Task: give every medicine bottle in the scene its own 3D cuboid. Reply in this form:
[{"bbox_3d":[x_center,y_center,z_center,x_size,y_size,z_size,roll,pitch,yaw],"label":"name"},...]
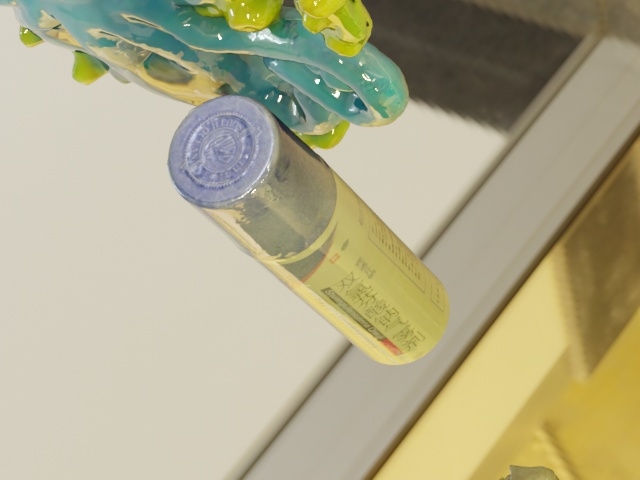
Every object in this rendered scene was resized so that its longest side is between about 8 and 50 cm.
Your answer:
[{"bbox_3d":[0.000,0.000,0.976,0.059,0.059,0.231,23,170,30],"label":"medicine bottle"}]

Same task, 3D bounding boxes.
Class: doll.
[{"bbox_3d":[-0.109,-0.153,1.029,0.346,0.098,0.341,18,167,22],"label":"doll"}]

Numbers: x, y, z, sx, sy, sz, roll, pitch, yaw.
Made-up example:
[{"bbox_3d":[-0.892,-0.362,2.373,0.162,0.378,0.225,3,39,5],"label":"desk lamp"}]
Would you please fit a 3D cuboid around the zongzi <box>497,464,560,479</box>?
[{"bbox_3d":[0.048,0.254,1.057,0.221,0.242,0.112,-20,128,18],"label":"zongzi"}]
